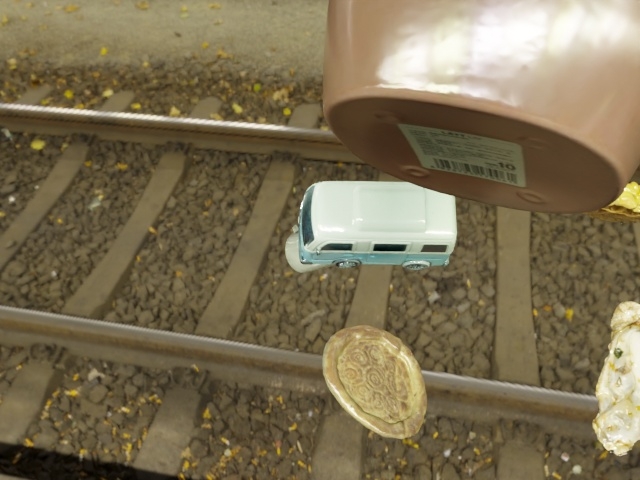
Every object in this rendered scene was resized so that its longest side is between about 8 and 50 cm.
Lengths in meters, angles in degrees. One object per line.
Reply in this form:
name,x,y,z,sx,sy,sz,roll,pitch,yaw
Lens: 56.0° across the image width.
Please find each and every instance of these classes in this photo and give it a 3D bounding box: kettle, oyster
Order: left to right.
kettle,0.005,0.002,1.325,0.098,0.148,0.127,10,74,-40
oyster,0.625,0.284,1.229,0.166,0.094,0.294,26,88,1

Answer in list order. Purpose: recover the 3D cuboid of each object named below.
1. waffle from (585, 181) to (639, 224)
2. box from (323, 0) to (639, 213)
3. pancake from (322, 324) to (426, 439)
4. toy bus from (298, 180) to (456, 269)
waffle,0.521,-0.073,1.091,0.210,0.055,0.160,11,-2,-16
box,0.140,-0.156,0.465,0.301,0.301,0.216,15,86,19
pancake,0.110,0.269,1.177,0.250,0.031,0.250,23,40,-21
toy bus,0.096,-0.032,1.044,0.271,0.165,0.133,1,73,0
